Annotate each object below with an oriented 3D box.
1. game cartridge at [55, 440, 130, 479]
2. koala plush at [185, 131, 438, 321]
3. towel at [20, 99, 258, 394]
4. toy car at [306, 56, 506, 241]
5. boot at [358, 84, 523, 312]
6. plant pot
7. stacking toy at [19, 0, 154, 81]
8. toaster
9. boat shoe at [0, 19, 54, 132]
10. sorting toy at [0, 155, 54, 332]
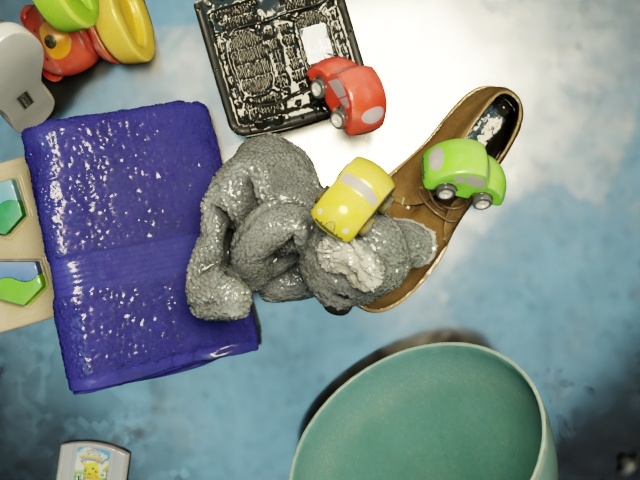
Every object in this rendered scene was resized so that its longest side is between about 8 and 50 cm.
[{"bbox_3d":[-0.270,0.267,1.416,0.083,0.017,0.056,7,88,1],"label":"game cartridge"},{"bbox_3d":[0.000,0.000,1.272,0.221,0.196,0.203,15,103,30],"label":"koala plush"},{"bbox_3d":[-0.207,0.004,1.362,0.228,0.076,0.308,-11,91,-25],"label":"towel"},{"bbox_3d":[0.099,-0.090,1.232,0.225,0.053,0.239,13,52,-18],"label":"toy car"},{"bbox_3d":[0.125,-0.049,1.353,0.112,0.115,0.305,34,94,-3],"label":"boot"},{"bbox_3d":[0.136,0.285,1.304,0.290,0.290,0.195,-31,127,2],"label":"plant pot"},{"bbox_3d":[-0.316,-0.323,1.280,0.130,0.279,0.309,-18,92,12],"label":"stacking toy"},{"bbox_3d":[-0.036,-0.204,1.352,0.168,0.110,0.185,-17,91,2],"label":"toaster"},{"bbox_3d":[-0.346,-0.191,1.306,0.080,0.228,0.076,-41,81,-9],"label":"boat shoe"},{"bbox_3d":[-0.326,-0.006,1.398,0.208,0.038,0.193,-16,91,1],"label":"sorting toy"}]
